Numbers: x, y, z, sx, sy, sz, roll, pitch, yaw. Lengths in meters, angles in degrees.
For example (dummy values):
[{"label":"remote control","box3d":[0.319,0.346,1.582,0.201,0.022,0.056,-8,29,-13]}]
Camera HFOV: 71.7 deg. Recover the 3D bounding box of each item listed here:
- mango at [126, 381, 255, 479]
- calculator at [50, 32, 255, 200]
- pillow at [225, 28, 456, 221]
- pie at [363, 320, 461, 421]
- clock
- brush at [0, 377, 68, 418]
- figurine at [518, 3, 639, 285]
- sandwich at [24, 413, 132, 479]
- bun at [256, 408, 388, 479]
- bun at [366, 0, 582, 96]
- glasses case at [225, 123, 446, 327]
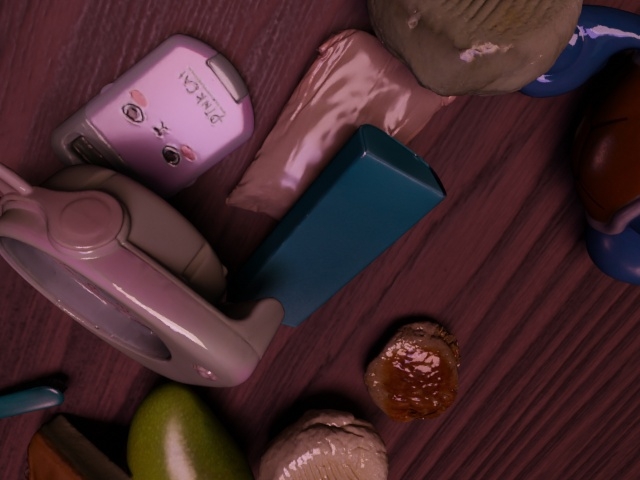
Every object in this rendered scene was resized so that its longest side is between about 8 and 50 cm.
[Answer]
[{"label":"mango","box3d":[-0.197,0.368,0.684,0.192,0.156,0.344,-3,111,16]},{"label":"calculator","box3d":[-0.195,-0.125,0.521,0.246,0.045,0.141,-33,116,7]},{"label":"pillow","box3d":[0.022,-0.114,0.551,0.173,0.067,0.270,28,109,-19]},{"label":"pie","box3d":[0.151,0.221,0.727,0.163,0.079,0.194,-10,118,0]},{"label":"clock","box3d":[-0.218,0.035,0.492,0.324,0.265,0.109,46,56,-21]},{"label":"brush","box3d":[-0.461,0.238,0.657,0.193,0.032,0.043,-15,122,11]},{"label":"figurine","box3d":[0.409,-0.116,0.537,0.242,0.298,0.416,-21,118,36]},{"label":"sandwich","box3d":[-0.357,0.420,0.669,0.211,0.063,0.245,23,116,26]},{"label":"bun","box3d":[-0.001,0.367,0.736,0.220,0.134,0.221,-4,110,-12]},{"label":"bun","box3d":[0.154,-0.238,0.471,0.203,0.127,0.213,-33,75,-15]},{"label":"glasses case","box3d":[0.001,0.000,0.544,0.117,0.070,0.301,24,130,-27]}]
